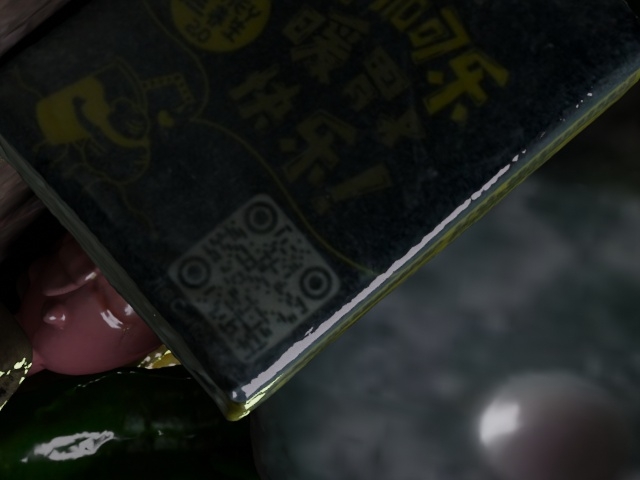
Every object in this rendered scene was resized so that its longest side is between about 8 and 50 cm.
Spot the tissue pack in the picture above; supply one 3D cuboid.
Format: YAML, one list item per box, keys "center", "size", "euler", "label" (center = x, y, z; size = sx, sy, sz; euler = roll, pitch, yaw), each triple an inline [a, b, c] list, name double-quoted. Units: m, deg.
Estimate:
- center: [-0.001, -0.070, 0.856]
  size: [0.257, 0.185, 0.081]
  euler: [-40, 173, -12]
  label: "tissue pack"

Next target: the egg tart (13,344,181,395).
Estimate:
- center: [-0.150, 0.087, 1.353]
  size: [0.212, 0.090, 0.212]
  euler: [-41, 170, -9]
  label: "egg tart"

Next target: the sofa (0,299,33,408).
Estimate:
- center: [-0.176, 0.032, 0.529]
  size: [0.182, 0.200, 0.258]
  euler: [-34, 168, -31]
  label: "sofa"

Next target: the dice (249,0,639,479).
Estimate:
- center: [0.152, 0.015, 1.133]
  size: [0.348, 0.328, 0.330]
  euler: [-66, 164, -55]
  label: "dice"

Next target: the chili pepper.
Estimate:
- center: [-0.197, 0.206, 1.192]
  size: [0.385, 0.213, 0.167]
  euler: [-19, -176, -10]
  label: "chili pepper"

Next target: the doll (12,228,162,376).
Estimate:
- center: [-0.114, 0.017, 1.136]
  size: [0.211, 0.093, 0.262]
  euler: [-39, 173, 4]
  label: "doll"
